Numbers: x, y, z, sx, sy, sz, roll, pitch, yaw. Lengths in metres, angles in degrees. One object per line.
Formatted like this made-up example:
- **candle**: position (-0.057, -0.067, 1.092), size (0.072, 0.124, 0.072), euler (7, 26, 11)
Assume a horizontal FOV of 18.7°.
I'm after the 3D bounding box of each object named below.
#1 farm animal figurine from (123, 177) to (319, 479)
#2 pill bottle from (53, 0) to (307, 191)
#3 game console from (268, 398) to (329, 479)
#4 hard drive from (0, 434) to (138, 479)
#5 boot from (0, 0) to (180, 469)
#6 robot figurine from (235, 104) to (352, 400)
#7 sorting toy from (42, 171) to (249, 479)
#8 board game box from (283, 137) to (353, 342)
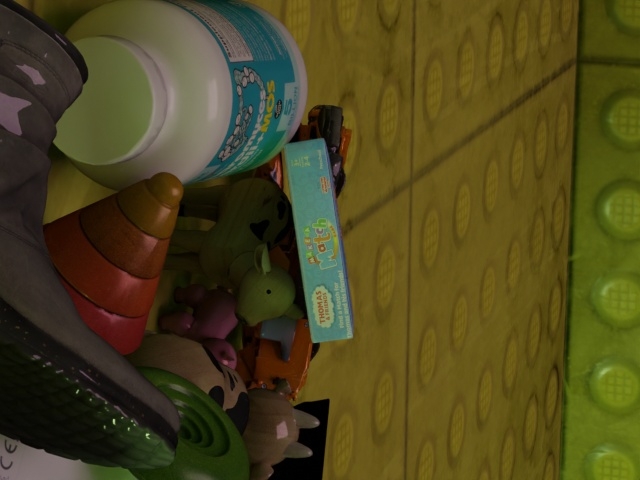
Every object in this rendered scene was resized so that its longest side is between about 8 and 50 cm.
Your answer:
- **farm animal figurine**: position (-0.092, 0.114, 1.588), size (0.327, 0.172, 0.330), euler (-6, 101, -71)
- **pill bottle**: position (-0.116, -0.113, 1.493), size (0.264, 0.146, 0.146), euler (-20, 114, -69)
- **game console**: position (-0.056, 0.329, 1.860), size (0.213, 0.044, 0.361), euler (-57, 159, -45)
- **hard drive**: position (-0.194, 0.210, 1.287), size (0.318, 0.040, 0.210), euler (40, 55, -51)
- **boot**: position (-0.182, -0.023, 1.183), size (0.338, 0.118, 0.223), euler (43, 51, -32)
- **robot figurine**: position (-0.030, 0.010, 1.828), size (0.211, 0.085, 0.291), euler (123, -24, -78)
- **sorting toy**: position (-0.083, 0.085, 1.348), size (0.126, 0.365, 0.127), euler (-49, 146, 21)
- **board game box**: position (0.000, 0.000, 1.628), size (0.211, 0.039, 0.160), euler (99, -18, -90)
